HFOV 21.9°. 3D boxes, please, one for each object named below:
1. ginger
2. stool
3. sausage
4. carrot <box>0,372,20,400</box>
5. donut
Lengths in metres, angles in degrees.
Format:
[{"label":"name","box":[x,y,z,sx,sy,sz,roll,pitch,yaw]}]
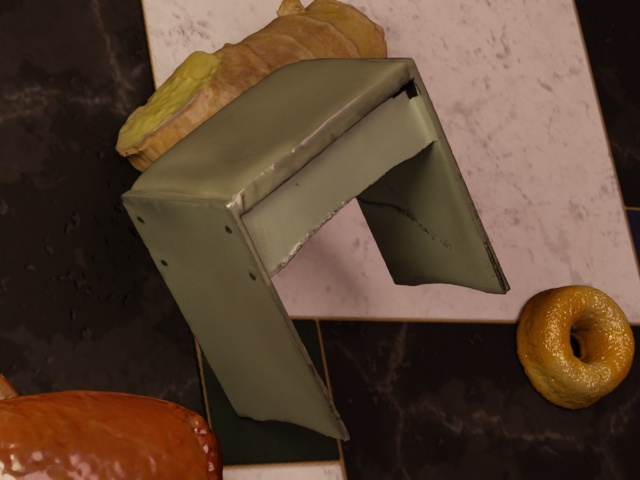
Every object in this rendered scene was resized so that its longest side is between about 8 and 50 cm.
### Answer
[{"label":"ginger","box":[-0.059,-0.141,1.657,0.354,0.126,0.189,-20,93,-39]},{"label":"stool","box":[0.000,0.000,1.523,0.244,0.170,0.269,-40,117,-29]},{"label":"sausage","box":[-0.205,0.202,1.360,0.268,0.153,0.141,3,58,-37]},{"label":"carrot","box":[-0.328,0.085,1.396,0.191,0.047,0.047,46,49,-7]},{"label":"donut","box":[0.289,0.114,1.850,0.152,0.058,0.151,14,63,-30]}]
